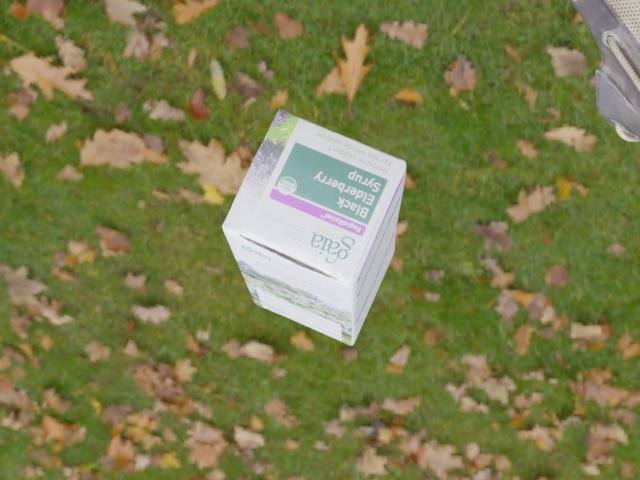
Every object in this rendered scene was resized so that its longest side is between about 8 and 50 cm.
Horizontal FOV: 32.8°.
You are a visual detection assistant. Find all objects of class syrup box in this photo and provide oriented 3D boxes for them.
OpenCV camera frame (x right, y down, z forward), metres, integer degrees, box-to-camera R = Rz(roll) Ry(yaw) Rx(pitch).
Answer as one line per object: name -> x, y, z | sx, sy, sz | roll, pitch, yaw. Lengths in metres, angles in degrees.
syrup box -> 0.000, 0.000, 0.799 | 0.093, 0.096, 0.237 | 23, 166, 8

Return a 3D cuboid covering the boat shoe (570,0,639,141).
boat shoe -> 0.253, -0.120, 0.706 | 0.355, 0.132, 0.130 | 65, 151, 6
